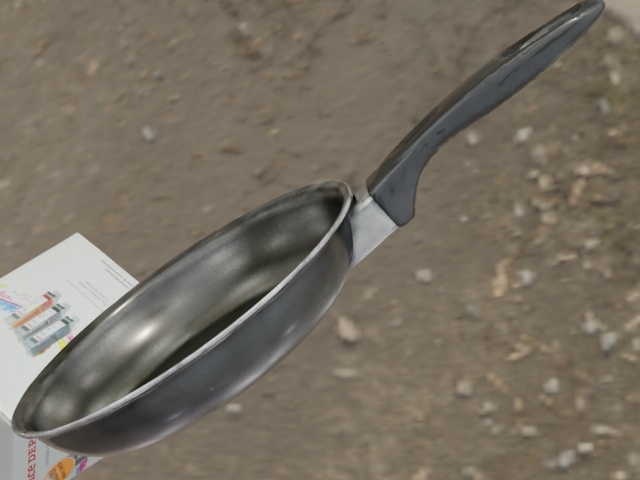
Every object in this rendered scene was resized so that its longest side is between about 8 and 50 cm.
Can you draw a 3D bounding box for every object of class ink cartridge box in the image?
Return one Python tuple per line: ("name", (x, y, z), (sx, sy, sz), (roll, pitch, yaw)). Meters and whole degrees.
("ink cartridge box", (-0.222, 0.108, 1.591), (0.127, 0.128, 0.176), (38, 52, 26))

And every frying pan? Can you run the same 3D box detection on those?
("frying pan", (-0.012, 0.001, 0.966), (0.326, 0.197, 0.053), (-38, 104, -15))
